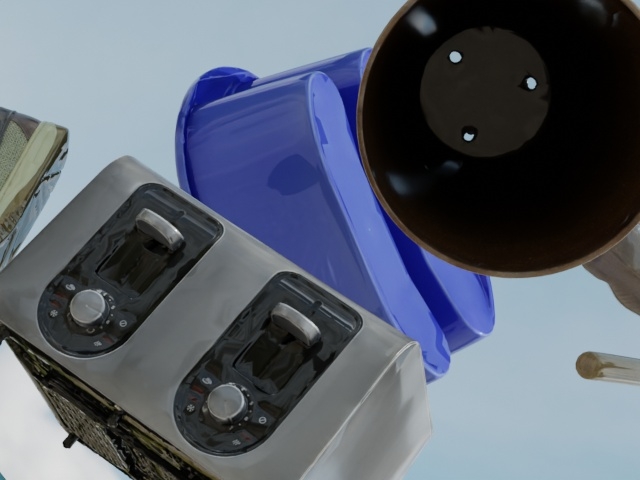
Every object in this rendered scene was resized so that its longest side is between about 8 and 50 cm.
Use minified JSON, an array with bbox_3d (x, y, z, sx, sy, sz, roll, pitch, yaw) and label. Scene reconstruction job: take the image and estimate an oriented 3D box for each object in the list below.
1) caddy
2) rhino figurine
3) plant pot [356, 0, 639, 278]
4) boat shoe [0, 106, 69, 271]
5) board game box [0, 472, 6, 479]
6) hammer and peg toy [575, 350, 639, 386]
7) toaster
[{"bbox_3d":[0.000,0.000,1.695,0.179,0.241,0.341,-21,-85,29],"label":"caddy"},{"bbox_3d":[0.336,0.058,1.865,0.243,0.073,0.106,41,9,9],"label":"rhino figurine"},{"bbox_3d":[0.131,-0.097,1.428,0.215,0.215,0.230,54,5,-7],"label":"plant pot"},{"bbox_3d":[-0.253,-0.003,1.376,0.073,0.223,0.080,24,-32,8],"label":"boat shoe"},{"bbox_3d":[-0.313,0.115,1.017,0.336,0.079,0.254,50,-57,14],"label":"board game box"},{"bbox_3d":[0.372,0.082,1.475,0.361,0.266,0.127,-34,-108,38],"label":"hammer and peg toy"},{"bbox_3d":[-0.044,0.070,0.899,0.168,0.110,0.186,33,-18,21],"label":"toaster"}]
